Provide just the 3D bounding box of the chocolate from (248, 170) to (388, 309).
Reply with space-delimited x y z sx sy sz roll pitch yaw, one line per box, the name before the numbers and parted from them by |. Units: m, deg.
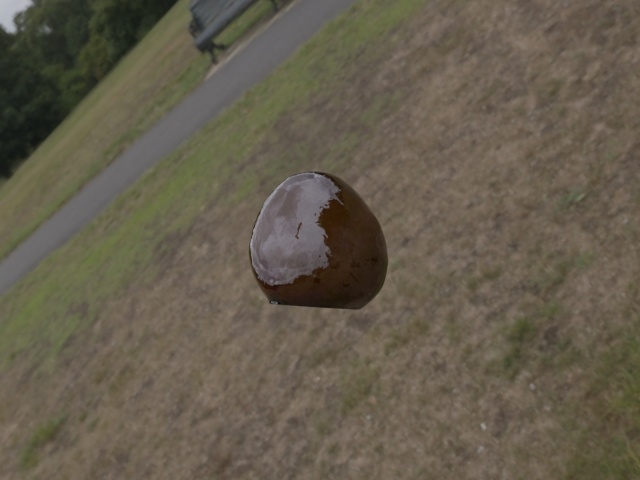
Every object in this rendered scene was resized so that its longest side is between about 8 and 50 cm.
chocolate | 0.000 0.000 0.974 0.177 0.177 0.176 -41 20 18
